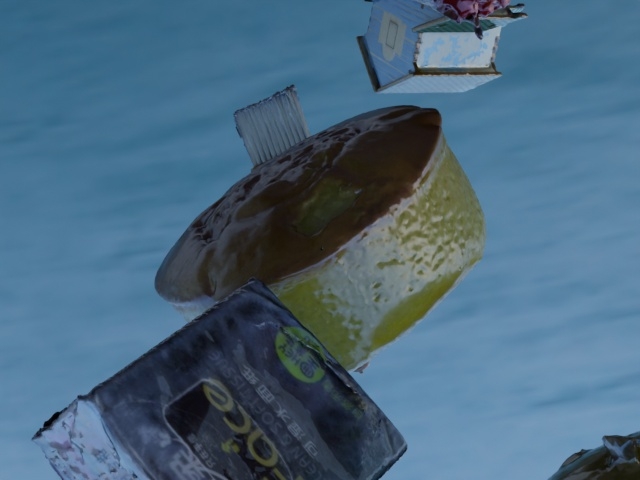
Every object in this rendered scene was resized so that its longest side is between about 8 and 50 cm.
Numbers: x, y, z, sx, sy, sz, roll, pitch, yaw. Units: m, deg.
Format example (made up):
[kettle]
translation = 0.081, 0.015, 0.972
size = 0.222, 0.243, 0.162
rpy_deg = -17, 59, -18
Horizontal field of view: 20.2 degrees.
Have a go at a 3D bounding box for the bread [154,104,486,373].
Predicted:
[bread]
translation = 0.000, 0.000, 1.441
size = 0.270, 0.148, 0.270
rpy_deg = -29, -161, 11

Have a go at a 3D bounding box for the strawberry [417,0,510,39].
[strawberry]
translation = 0.116, -0.291, 1.554
size = 0.167, 0.208, 0.087
rpy_deg = 24, -161, 8

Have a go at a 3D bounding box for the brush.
[brush]
translation = -0.008, -0.006, 1.918
size = 0.090, 0.314, 0.017
rpy_deg = -22, 176, 34

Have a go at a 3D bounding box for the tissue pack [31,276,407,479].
[tissue pack]
translation = -0.060, 0.136, 1.201
size = 0.073, 0.173, 0.235
rpy_deg = -43, 175, 33

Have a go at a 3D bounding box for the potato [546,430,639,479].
[potato]
translation = 0.311, 0.324, 1.379
size = 0.319, 0.385, 0.442
rpy_deg = 2, -169, -43

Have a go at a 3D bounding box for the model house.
[model house]
translation = 0.149, -0.270, 2.155
size = 0.178, 0.206, 0.271
rpy_deg = -3, -154, -34
